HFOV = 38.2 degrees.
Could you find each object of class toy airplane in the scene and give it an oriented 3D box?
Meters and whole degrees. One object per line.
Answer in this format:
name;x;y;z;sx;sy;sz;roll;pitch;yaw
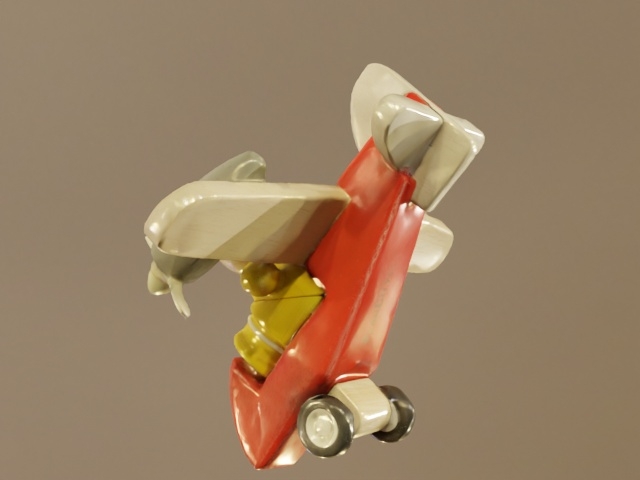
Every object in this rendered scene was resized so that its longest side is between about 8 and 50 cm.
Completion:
toy airplane;0.000;0.000;0.953;0.384;0.272;0.386;-47;-40;-29
